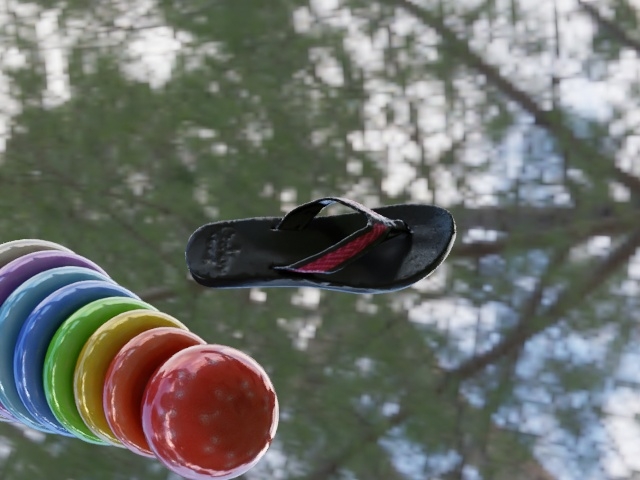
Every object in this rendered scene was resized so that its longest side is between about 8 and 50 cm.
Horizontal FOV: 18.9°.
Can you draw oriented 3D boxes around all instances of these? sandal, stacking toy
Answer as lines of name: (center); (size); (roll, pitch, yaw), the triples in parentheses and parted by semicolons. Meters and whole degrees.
sandal: (0.000, 0.000, 1.257); (0.040, 0.179, 0.067); (86, 180, -49)
stacking toy: (-0.141, 0.088, 1.338); (0.141, 0.330, 0.141); (-6, -79, -33)
